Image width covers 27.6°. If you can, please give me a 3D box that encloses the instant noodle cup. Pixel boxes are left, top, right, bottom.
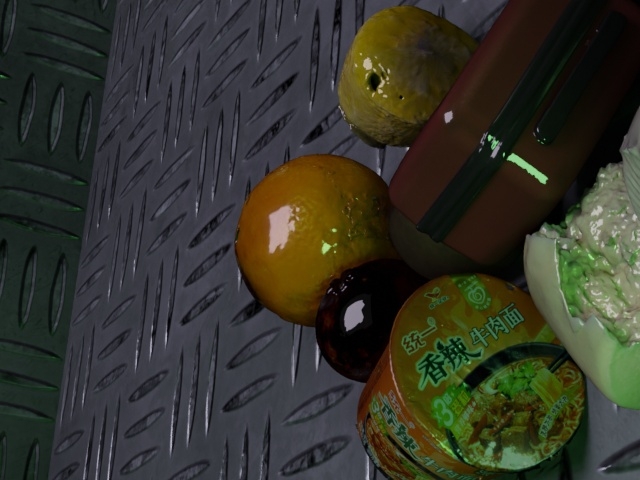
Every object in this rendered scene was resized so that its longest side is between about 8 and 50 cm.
[{"bbox_3d":[0.150,0.177,1.454,0.182,0.230,0.230,126,150,-54],"label":"instant noodle cup"}]

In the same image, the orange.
[{"bbox_3d":[0.000,0.000,1.829,0.246,0.246,0.246,-43,39,48],"label":"orange"}]

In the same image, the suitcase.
[{"bbox_3d":[0.218,-0.140,1.410,0.297,0.161,0.236,-54,-3,-28],"label":"suitcase"}]

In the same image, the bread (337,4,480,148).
[{"bbox_3d":[0.124,-0.221,1.798,0.170,0.197,0.197,127,150,-63],"label":"bread"}]

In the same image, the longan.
[{"bbox_3d":[0.167,-0.029,1.585,0.189,0.189,0.189,-43,39,48],"label":"longan"}]

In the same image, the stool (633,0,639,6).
[{"bbox_3d":[0.341,-0.312,1.465,0.121,0.125,0.217,-57,-15,-36],"label":"stool"}]

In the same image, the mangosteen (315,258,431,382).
[{"bbox_3d":[0.089,0.119,1.666,0.200,0.199,0.200,-43,39,48],"label":"mangosteen"}]

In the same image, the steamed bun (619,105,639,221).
[{"bbox_3d":[0.407,-0.059,0.999,0.309,0.309,0.309,-43,39,48],"label":"steamed bun"}]

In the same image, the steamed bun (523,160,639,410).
[{"bbox_3d":[0.300,0.040,1.264,0.200,0.170,0.225,-58,30,20],"label":"steamed bun"}]
